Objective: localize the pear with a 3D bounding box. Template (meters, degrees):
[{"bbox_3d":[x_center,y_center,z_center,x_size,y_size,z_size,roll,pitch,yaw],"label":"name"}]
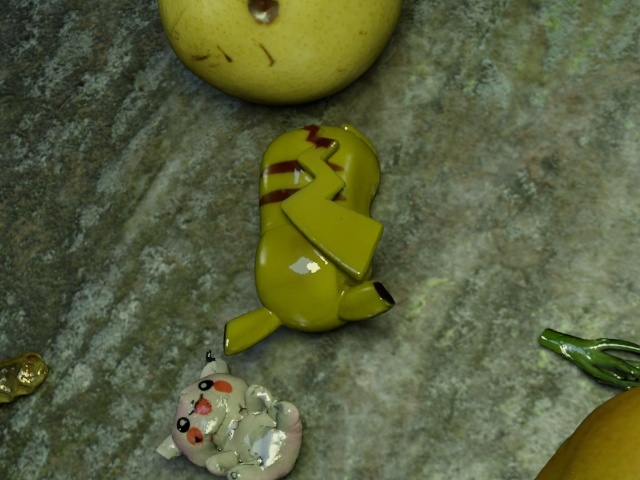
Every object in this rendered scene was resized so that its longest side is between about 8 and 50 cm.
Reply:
[{"bbox_3d":[-0.056,-0.350,1.120,0.348,0.348,0.348,-8,66,18],"label":"pear"}]

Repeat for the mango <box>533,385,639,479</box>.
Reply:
[{"bbox_3d":[0.278,0.345,0.716,0.300,0.232,0.446,20,92,39],"label":"mango"}]

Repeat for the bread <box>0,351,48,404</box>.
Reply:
[{"bbox_3d":[-0.452,0.202,1.189,0.110,0.060,0.066,-24,31,10],"label":"bread"}]

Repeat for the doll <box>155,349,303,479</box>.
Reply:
[{"bbox_3d":[-0.110,0.234,1.024,0.192,0.095,0.149,20,70,29],"label":"doll"}]

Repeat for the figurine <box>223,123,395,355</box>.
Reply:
[{"bbox_3d":[0.000,-0.007,1.040,0.218,0.169,0.327,-10,64,22],"label":"figurine"}]

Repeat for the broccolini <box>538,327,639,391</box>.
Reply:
[{"bbox_3d":[0.348,0.148,0.920,0.202,0.068,0.091,20,63,43],"label":"broccolini"}]
